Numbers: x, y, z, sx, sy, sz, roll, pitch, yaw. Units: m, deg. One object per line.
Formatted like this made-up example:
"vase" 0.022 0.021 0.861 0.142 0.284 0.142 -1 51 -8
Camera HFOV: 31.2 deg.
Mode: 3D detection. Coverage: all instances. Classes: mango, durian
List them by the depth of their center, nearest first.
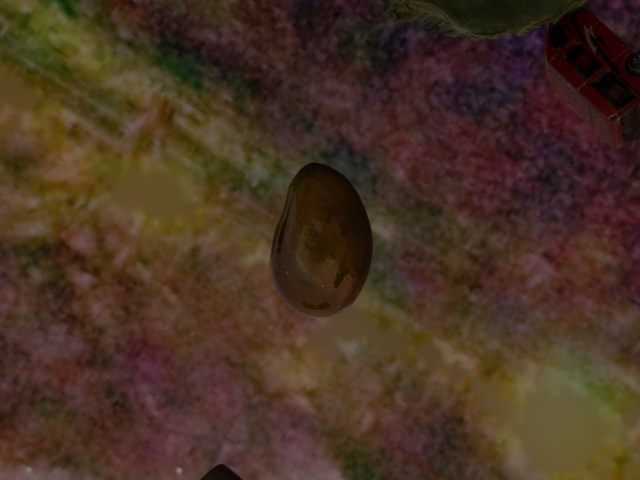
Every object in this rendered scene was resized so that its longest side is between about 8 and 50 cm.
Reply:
"durian" 0.229 -0.320 1.208 0.163 0.394 0.198 59 162 3
"mango" 0.004 0.003 1.240 0.111 0.163 0.089 17 -170 -3

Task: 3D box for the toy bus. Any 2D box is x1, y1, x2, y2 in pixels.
"toy bus" 0.309 -0.199 1.309 0.195 0.089 0.081 54 177 33

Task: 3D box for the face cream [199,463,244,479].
"face cream" -0.004 0.373 1.198 0.341 0.084 0.137 39 -148 12
